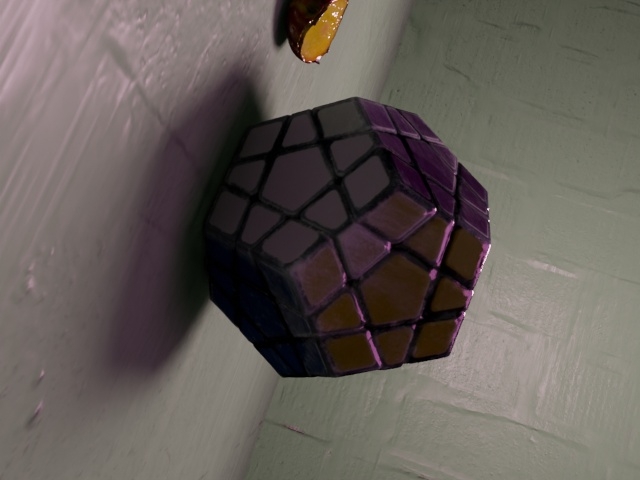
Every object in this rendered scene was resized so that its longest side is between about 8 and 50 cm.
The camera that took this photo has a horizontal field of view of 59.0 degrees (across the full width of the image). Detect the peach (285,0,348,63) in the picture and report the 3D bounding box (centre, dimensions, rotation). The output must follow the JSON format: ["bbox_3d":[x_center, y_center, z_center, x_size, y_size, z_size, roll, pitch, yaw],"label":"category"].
[{"bbox_3d":[-0.007,-0.230,0.593,0.077,0.050,0.083,-48,167,4],"label":"peach"}]

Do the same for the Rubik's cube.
[{"bbox_3d":[0.029,0.003,0.618,0.264,0.319,0.319,-37,156,-33],"label":"Rubik's cube"}]
